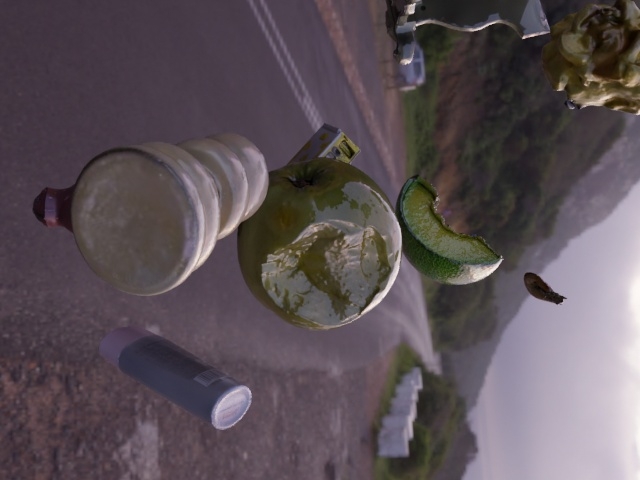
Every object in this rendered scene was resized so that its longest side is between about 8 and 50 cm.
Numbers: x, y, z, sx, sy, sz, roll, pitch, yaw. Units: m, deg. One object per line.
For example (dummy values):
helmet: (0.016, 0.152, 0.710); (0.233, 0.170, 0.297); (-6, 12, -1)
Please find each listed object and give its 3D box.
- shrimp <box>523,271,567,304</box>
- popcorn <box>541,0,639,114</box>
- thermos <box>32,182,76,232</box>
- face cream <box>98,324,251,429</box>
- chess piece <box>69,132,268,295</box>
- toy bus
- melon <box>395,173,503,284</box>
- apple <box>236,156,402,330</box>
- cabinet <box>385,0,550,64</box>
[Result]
shrimp: (0.411, 0.088, 1.543); (0.108, 0.023, 0.059); (23, -40, 64)
popcorn: (0.572, -0.354, 1.608); (0.252, 0.286, 0.215); (-33, 127, -67)
thermos: (-0.366, -0.044, 1.551); (0.109, 0.330, 0.136); (104, -12, -63)
face cream: (-0.236, 0.213, 1.351); (0.107, 0.269, 0.073); (-3, 111, -54)
chess piece: (-0.154, -0.054, 1.027); (0.300, 0.167, 0.167); (-37, 122, -65)
toy bus: (-0.032, -0.104, 1.495); (0.074, 0.226, 0.081); (46, -6, -34)
melon: (0.227, 0.016, 1.731); (0.265, 0.129, 0.169); (47, -28, 24)
apple: (0.000, 0.000, 1.341); (0.279, 0.279, 0.279); (-5, 90, -80)
cabinet: (0.168, -0.433, 1.019); (0.290, 0.227, 0.318); (97, -18, -75)
